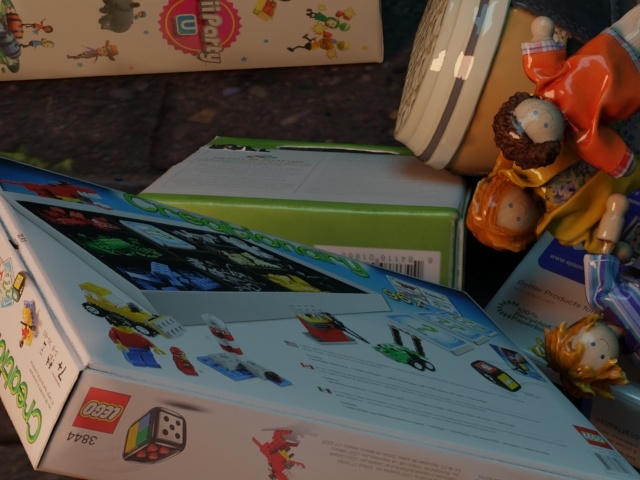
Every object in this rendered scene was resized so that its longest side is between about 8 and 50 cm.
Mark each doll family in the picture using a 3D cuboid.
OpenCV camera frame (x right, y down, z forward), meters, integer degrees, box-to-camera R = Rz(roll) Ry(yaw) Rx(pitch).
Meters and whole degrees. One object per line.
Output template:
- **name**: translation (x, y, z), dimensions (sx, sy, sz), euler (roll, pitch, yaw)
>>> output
- **doll family**: translation (0.175, 0.001, 0.938), dimensions (0.163, 0.118, 0.263), euler (-35, 89, -18)

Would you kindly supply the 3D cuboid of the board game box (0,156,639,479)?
- **board game box**: translation (-0.013, 0.057, 0.786), dimensions (0.305, 0.053, 0.193), euler (17, 19, -33)

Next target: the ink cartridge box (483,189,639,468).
- **ink cartridge box**: translation (0.240, 0.003, 1.071), dimensions (0.165, 0.065, 0.333), euler (23, 49, 25)

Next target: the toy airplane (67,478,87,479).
- **toy airplane**: translation (-0.118, 0.203, 0.764), dimensions (0.384, 0.272, 0.386), euler (4, 5, -7)

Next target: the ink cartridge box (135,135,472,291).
- **ink cartridge box**: translation (0.000, 0.000, 1.075), dimensions (0.189, 0.097, 0.255), euler (3, 12, 7)

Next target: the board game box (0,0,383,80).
- **board game box**: translation (-0.109, -0.228, 1.322), dimensions (0.303, 0.097, 0.224), euler (-4, 43, 1)

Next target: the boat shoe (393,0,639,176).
- **boat shoe**: translation (0.162, -0.187, 1.191), dimensions (0.156, 0.187, 0.500), euler (18, 32, -1)
